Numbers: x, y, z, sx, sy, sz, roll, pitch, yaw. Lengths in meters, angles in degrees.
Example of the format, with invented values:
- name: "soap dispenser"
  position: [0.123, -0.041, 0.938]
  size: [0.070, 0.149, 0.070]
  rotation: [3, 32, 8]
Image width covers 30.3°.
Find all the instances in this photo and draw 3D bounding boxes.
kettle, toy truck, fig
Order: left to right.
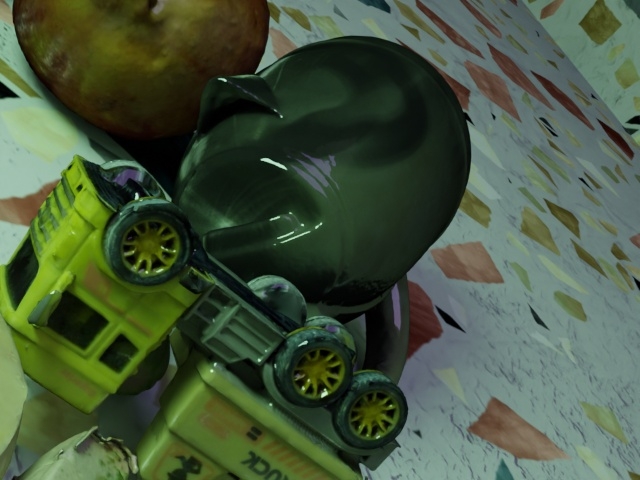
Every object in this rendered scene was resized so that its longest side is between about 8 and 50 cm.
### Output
- name: "fig"
  position: [-0.163, -0.204, 1.064]
  size: [0.224, 0.224, 0.263]
  rotation: [46, 27, 7]
- name: "toy truck"
  position: [-0.080, 0.080, 0.741]
  size: [0.272, 0.157, 0.124]
  rotation: [40, 1, -25]
- name: "kettle"
  position: [0.000, 0.000, 0.999]
  size: [0.324, 0.228, 0.321]
  rotation: [-44, 120, -66]

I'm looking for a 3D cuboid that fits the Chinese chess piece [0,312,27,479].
- name: "Chinese chess piece"
  position: [-0.269, 0.063, 0.570]
  size: [0.251, 0.097, 0.251]
  rotation: [35, 24, -18]

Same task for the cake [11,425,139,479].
- name: "cake"
  position: [-0.108, 0.221, 0.629]
  size: [0.225, 0.090, 0.109]
  rotation: [59, 19, -9]

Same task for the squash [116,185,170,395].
- name: "squash"
  position: [-0.143, 0.023, 0.881]
  size: [0.066, 0.066, 0.229]
  rotation: [30, 27, -28]
